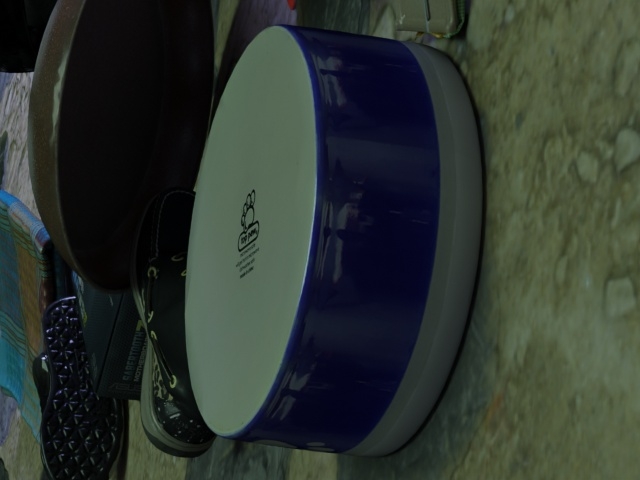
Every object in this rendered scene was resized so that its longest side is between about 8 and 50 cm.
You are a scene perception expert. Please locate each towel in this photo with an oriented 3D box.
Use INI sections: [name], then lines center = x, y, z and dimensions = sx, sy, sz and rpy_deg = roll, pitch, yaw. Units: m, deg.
[towel]
center = -0.346, 0.094, 2.048
dimensions = 0.370, 0.040, 0.272
rpy_deg = -153, 59, -69

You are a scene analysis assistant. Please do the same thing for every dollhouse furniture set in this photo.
[dollhouse furniture set]
center = 0.077, -0.202, 1.075
dimensions = 0.076, 0.058, 0.152
rpy_deg = 16, 117, 63

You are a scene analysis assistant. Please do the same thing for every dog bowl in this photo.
[dog bowl]
center = 0.000, 0.000, 1.091
dimensions = 0.265, 0.104, 0.265
rpy_deg = -172, 90, -70

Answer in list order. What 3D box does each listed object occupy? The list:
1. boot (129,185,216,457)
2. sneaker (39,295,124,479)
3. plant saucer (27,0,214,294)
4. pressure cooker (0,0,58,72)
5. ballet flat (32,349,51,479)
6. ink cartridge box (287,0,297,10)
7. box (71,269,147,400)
[boot]
center = -0.081, 0.030, 1.351
dimensions = 0.178, 0.085, 0.236
rpy_deg = 131, 143, -50
[sneaker]
center = -0.237, 0.166, 1.772
dimensions = 0.097, 0.084, 0.235
rpy_deg = 84, -179, -56
[plant saucer]
center = -0.166, -0.111, 1.427
dimensions = 0.310, 0.050, 0.311
rpy_deg = 9, -90, -74
[pressure cooker]
center = -0.305, -0.378, 1.672
dimensions = 0.375, 0.370, 0.421
rpy_deg = -21, 62, 36
[ballet flat]
center = -0.273, 0.199, 1.860
dimensions = 0.057, 0.049, 0.173
rpy_deg = 6, 105, 46
[ink cartridge box]
center = -0.037, -0.349, 1.158
dimensions = 0.296, 0.066, 0.261
rpy_deg = 107, 159, -43
[box]
center = -0.185, 0.016, 1.671
dimensions = 0.233, 0.059, 0.183
rpy_deg = -115, 39, -57
